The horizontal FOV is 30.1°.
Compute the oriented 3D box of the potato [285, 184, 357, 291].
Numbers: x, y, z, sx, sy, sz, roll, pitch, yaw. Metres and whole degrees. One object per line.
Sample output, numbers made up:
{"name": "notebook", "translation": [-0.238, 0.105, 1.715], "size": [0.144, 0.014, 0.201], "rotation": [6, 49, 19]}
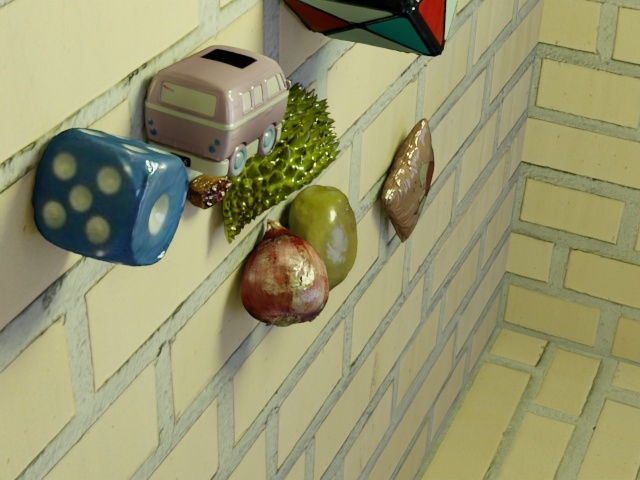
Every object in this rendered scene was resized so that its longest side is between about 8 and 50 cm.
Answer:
{"name": "potato", "translation": [-0.005, -0.001, 2.175], "size": [0.137, 0.154, 0.201], "rotation": [3, 108, -32]}

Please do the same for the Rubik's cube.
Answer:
{"name": "Rubik's cube", "translation": [0.090, -0.462, 1.923], "size": [0.250, 0.246, 0.248], "rotation": [30, 75, -70]}

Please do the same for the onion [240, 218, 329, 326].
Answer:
{"name": "onion", "translation": [-0.066, 0.052, 2.053], "size": [0.159, 0.159, 0.195], "rotation": [43, 37, -69]}

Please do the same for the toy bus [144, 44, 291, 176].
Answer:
{"name": "toy bus", "translation": [-0.138, -0.184, 1.653], "size": [0.202, 0.141, 0.142], "rotation": [-42, 143, -57]}

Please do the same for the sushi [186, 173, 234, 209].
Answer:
{"name": "sushi", "translation": [-0.168, -0.073, 1.797], "size": [0.099, 0.047, 0.050], "rotation": [-42, 146, -55]}

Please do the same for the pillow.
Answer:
{"name": "pillow", "translation": [0.208, -0.137, 2.745], "size": [0.223, 0.084, 0.236], "rotation": [60, 51, -67]}

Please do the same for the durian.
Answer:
{"name": "durian", "translation": [-0.069, -0.150, 1.984], "size": [0.169, 0.157, 0.355], "rotation": [-44, -178, 38]}

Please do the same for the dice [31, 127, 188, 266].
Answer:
{"name": "dice", "translation": [-0.250, -0.053, 1.435], "size": [0.146, 0.146, 0.143], "rotation": [-3, 109, -71]}
